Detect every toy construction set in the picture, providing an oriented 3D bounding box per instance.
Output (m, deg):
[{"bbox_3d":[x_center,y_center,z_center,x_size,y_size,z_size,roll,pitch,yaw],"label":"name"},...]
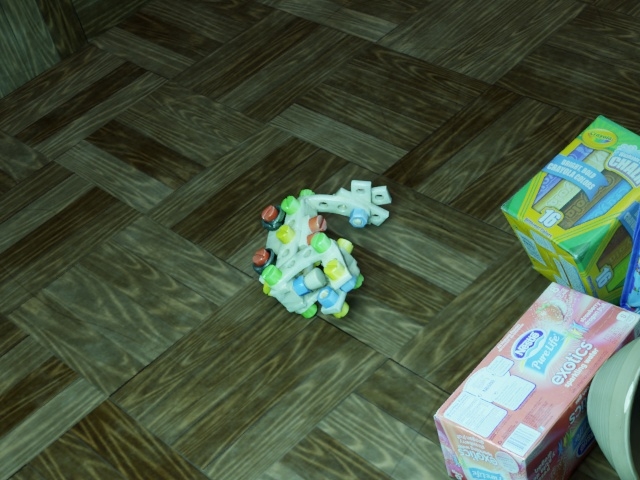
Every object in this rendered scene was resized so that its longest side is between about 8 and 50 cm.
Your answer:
[{"bbox_3d":[0.000,0.000,1.965,0.215,0.151,0.328,-23,25,32],"label":"toy construction set"}]

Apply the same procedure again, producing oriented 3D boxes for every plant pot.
[{"bbox_3d":[0.432,0.218,1.524,0.109,0.237,0.237,9,44,49],"label":"plant pot"}]

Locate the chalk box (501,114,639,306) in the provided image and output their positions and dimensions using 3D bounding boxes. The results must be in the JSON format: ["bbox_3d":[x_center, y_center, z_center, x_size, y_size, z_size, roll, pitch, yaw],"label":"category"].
[{"bbox_3d":[0.466,-0.058,1.807,0.289,0.180,0.179,-42,44,-5],"label":"chalk box"}]

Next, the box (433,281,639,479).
[{"bbox_3d":[0.313,0.219,1.617,0.154,0.142,0.300,22,53,36],"label":"box"}]

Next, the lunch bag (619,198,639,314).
[{"bbox_3d":[0.562,0.014,1.639,0.220,0.293,0.138,-10,40,-2],"label":"lunch bag"}]
